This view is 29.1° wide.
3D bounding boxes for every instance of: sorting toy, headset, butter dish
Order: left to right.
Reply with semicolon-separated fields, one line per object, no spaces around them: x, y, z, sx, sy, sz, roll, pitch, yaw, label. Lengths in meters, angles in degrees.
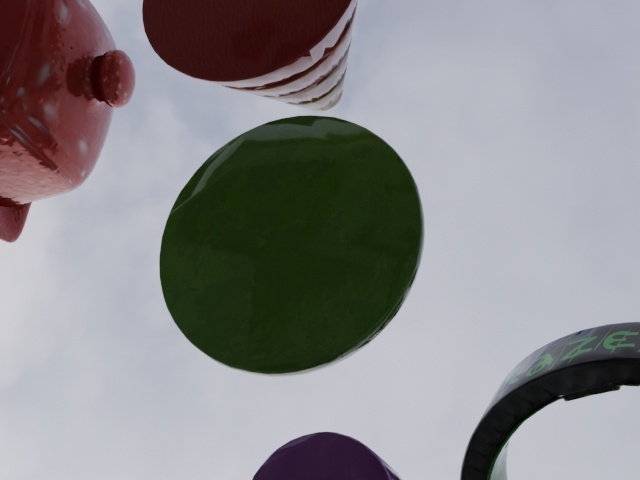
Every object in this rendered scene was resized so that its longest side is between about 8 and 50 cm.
-0.167;-0.096;0.738;0.118;0.160;0.160;1;-115;20;butter dish
0.000;0.000;0.615;0.127;0.126;0.366;-16;-118;14;sorting toy
0.252;0.221;0.790;0.243;0.185;0.394;-18;-75;32;headset
